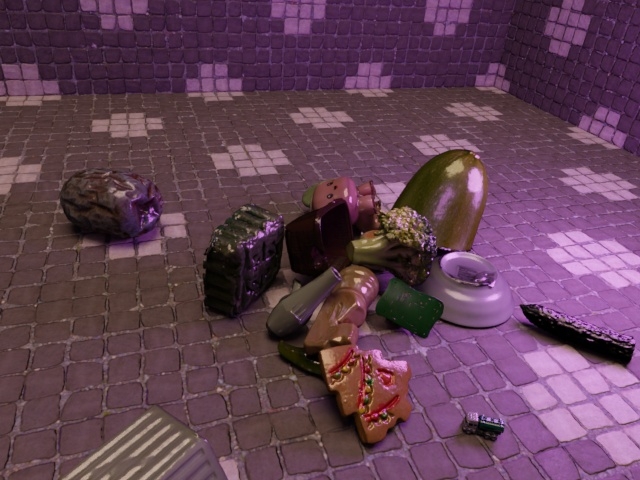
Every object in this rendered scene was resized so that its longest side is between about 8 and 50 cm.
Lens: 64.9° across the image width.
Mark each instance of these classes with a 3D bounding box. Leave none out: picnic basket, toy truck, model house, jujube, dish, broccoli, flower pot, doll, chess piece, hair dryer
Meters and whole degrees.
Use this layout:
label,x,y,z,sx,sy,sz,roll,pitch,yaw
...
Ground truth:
label,x,y,z,sx,sy,sz,roll,pitch,yaw
picnic basket,0.000,0.000,1.508,0.129,0.223,0.297,-6,13,22
toy truck,0.350,0.396,1.083,0.083,0.044,0.039,11,30,9
model house,0.235,0.173,1.358,0.166,0.117,0.088,25,7,-2
jujube,-0.670,-0.125,1.613,0.316,0.226,0.226,11,32,19
dish,0.426,0.115,1.480,0.316,0.106,0.317,4,32,-3
broccoli,0.197,0.032,1.401,0.243,0.247,0.263,-5,10,-13
flower pot,-0.280,0.412,0.804,0.239,0.210,0.189,21,36,30
doll,0.065,-0.104,1.733,0.268,0.216,0.284,-11,49,16
chess piece,0.053,0.187,1.271,0.137,0.137,0.301,14,30,14
hair dryer,-0.026,0.119,1.325,0.092,0.229,0.267,45,30,-13

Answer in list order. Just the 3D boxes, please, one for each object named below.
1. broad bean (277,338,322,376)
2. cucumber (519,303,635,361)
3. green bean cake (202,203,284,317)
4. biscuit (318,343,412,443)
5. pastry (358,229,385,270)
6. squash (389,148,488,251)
label,x,y,z,sx,sy,sz,roll,pitch,yaw
broad bean,0.022,0.306,1.179,0.297,0.043,0.060,24,47,25
cucumber,0.683,0.241,1.353,0.299,0.072,0.072,20,35,21
green bean cake,-0.207,0.053,1.359,0.132,0.241,0.255,22,35,16
biscuit,0.096,0.309,1.089,0.238,0.041,0.212,36,54,-1
pastry,0.189,0.028,1.599,0.165,0.088,0.166,6,32,-4
squash,0.393,-0.154,1.640,0.310,0.309,0.310,13,17,-4
